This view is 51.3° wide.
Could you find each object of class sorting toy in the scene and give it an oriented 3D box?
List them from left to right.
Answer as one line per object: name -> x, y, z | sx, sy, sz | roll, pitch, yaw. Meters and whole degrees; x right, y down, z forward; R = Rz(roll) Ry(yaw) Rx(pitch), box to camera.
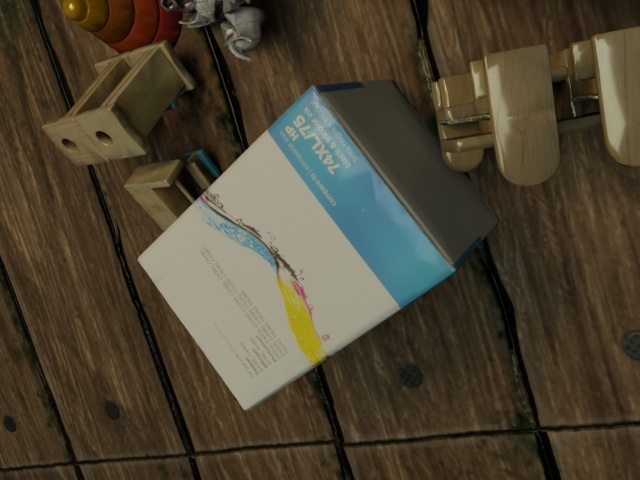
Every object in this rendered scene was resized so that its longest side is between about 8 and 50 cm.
sorting toy -> -0.275, -0.387, 0.756 | 0.127, 0.126, 0.366 | -8, 101, 28

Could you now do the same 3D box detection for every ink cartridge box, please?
ink cartridge box -> 0.000, 0.000, 0.683 | 0.270, 0.198, 0.197 | -39, 85, 28

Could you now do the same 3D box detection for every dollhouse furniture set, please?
dollhouse furniture set -> -0.210, -0.120, 0.818 | 0.129, 0.129, 0.184 | -3, 137, 34
dollhouse furniture set -> 0.227, -0.078, 0.547 | 0.242, 0.212, 0.161 | -10, 98, 1

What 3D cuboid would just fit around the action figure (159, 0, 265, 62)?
action figure -> -0.140, -0.307, 0.693 | 0.285, 0.099, 0.185 | 61, 159, 3
